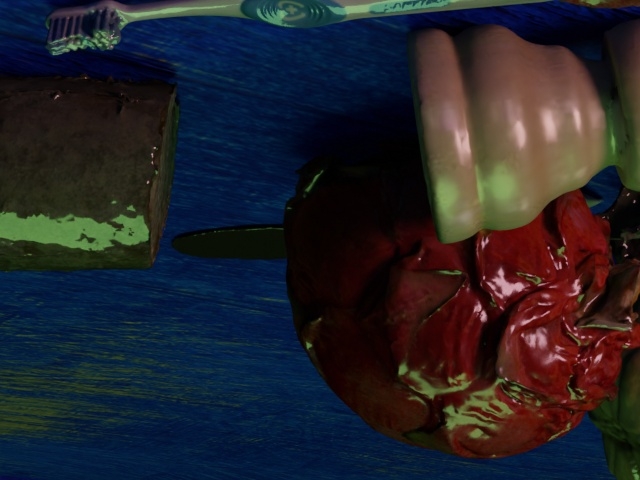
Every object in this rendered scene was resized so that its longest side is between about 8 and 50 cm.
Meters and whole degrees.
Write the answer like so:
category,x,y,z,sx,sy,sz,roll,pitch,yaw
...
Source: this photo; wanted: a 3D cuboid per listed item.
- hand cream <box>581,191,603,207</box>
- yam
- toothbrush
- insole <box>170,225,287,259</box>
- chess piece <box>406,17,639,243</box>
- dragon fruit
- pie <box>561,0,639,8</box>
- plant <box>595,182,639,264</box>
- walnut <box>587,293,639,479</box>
category,x,y,z,sx,sy,sz,roll,pitch,yaw
hand cream,0.218,-0.036,1.452,0.084,0.053,0.142,-11,169,25
yam,-0.265,-0.056,1.203,0.304,0.168,0.168,0,161,-6
toothbrush,-0.010,-0.172,1.068,0.386,0.040,0.040,-6,161,4
insole,0.000,0.000,1.604,0.328,0.007,0.111,-3,163,9
chess piece,0.222,-0.102,1.119,0.300,0.167,0.167,-10,160,4
dragon fruit,0.115,0.048,1.303,0.342,0.277,0.277,9,167,27
pie,0.195,-0.205,0.939,0.182,0.049,0.182,4,160,1
plant,0.351,0.001,1.407,0.203,0.131,0.142,28,118,-34
walnut,0.439,0.166,1.660,0.277,0.282,0.253,-15,161,-11
